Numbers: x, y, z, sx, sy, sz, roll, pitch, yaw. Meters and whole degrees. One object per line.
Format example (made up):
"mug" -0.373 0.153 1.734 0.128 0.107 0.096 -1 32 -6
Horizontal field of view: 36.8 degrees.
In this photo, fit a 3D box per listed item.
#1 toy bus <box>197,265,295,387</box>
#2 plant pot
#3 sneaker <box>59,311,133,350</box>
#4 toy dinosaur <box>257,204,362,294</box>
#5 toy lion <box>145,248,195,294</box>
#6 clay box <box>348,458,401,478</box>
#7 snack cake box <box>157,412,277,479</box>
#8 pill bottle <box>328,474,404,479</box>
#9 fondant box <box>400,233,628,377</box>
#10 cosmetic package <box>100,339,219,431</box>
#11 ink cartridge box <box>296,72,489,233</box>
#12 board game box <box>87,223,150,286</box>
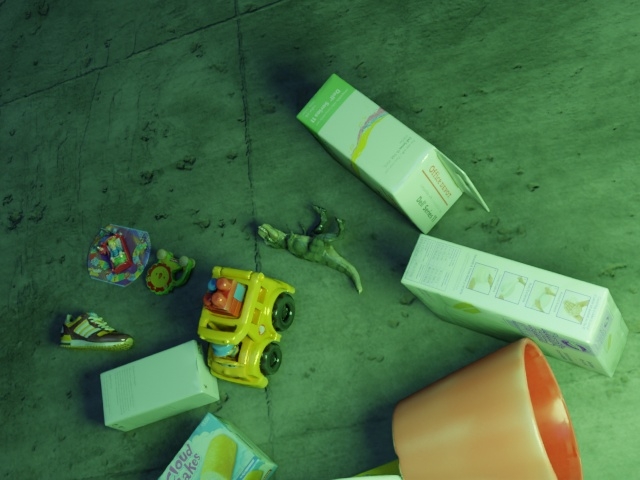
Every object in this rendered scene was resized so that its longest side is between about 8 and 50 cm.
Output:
"toy bus" -0.165 0.156 1.849 0.149 0.211 0.220 8 76 26
"plant pot" 0.263 0.321 1.552 0.243 0.275 0.275 -20 63 21
"sneaker" -0.483 0.193 2.068 0.185 0.069 0.084 -2 75 24
"toy dinosaur" 0.000 0.000 1.919 0.268 0.064 0.118 26 98 30
"toy lion" -0.327 0.073 2.065 0.100 0.034 0.096 15 84 29
"clay box" 0.124 0.459 1.683 0.222 0.053 0.127 -26 61 15
"snack cake box" -0.225 0.480 1.821 0.152 0.089 0.264 36 88 31
"pill bottle" 0.065 0.564 1.512 0.204 0.204 0.361 -13 69 21
"fondant box" 0.329 0.110 1.613 0.330 0.238 0.096 16 78 30
"cosmetic package" -0.326 0.296 1.946 0.231 0.085 0.117 -19 64 16
"ink cartridge box" 0.137 -0.144 1.821 0.119 0.207 0.353 -48 58 0
"board game box" -0.460 0.028 2.142 0.168 0.033 0.133 12 76 29
